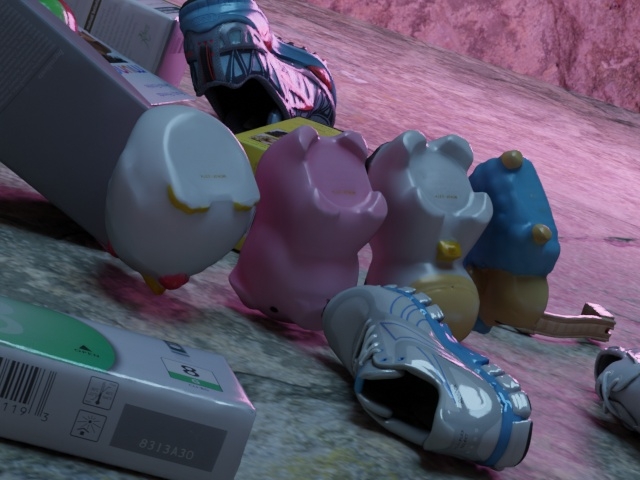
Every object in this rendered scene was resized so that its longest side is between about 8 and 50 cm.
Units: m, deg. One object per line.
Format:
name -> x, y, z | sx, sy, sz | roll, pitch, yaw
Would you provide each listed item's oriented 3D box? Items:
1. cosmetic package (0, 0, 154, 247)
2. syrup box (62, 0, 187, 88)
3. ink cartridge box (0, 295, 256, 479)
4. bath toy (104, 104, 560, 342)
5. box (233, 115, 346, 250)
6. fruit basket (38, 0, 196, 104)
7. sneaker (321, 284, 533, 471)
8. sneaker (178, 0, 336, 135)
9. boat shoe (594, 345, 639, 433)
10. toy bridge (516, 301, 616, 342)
cosmetic package -> -0.208, -0.111, 1.358 | 0.238, 0.107, 0.127 | 44, 0, -28
syrup box -> -0.252, -0.229, 2.019 | 0.237, 0.096, 0.093 | 25, 13, 13
ink cartridge box -> -0.146, 0.050, 1.055 | 0.181, 0.056, 0.224 | 17, 14, -20
bath toy -> 0.000, 0.000, 1.356 | 0.348, 0.129, 0.151 | 7, 59, -35
box -> -0.031, -0.047, 1.604 | 0.058, 0.087, 0.232 | 20, 13, 10
fruit basket -> -0.304, -0.218, 1.730 | 0.353, 0.165, 0.327 | 27, 13, 15
sneaker -> 0.046, 0.078, 1.221 | 0.083, 0.071, 0.191 | 5, 19, -36
sneaker -> -0.066, -0.143, 1.998 | 0.104, 0.125, 0.262 | -15, -27, 25
boat shoe -> 0.227, 0.108, 1.409 | 0.063, 0.066, 0.184 | 7, 14, 1
toy bridge -> 0.162, 0.055, 1.613 | 0.188, 0.026, 0.063 | 15, 14, -25
